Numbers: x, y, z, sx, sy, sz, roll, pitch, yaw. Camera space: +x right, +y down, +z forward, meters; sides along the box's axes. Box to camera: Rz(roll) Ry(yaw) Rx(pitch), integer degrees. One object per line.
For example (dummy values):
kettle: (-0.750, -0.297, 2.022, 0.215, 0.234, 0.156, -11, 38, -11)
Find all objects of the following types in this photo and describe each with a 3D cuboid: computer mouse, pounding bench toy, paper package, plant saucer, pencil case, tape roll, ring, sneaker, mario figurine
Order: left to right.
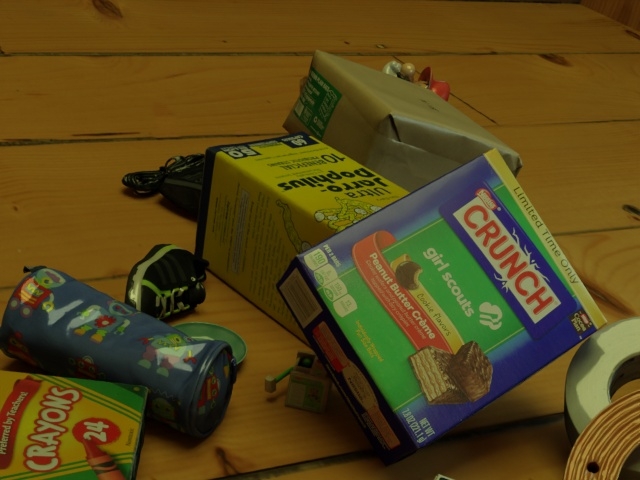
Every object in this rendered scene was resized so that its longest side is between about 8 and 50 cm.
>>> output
pencil case: (-0.246, 0.133, 1.380, 0.306, 0.119, 0.133, 20, 40, 19)
sneaker: (-0.210, 0.065, 1.574, 0.097, 0.084, 0.235, 12, 26, 3)
plant saucer: (-0.158, 0.148, 1.494, 0.119, 0.021, 0.119, 8, 27, -4)
computer mouse: (-0.187, -0.081, 1.910, 0.272, 0.072, 0.188, 15, 25, 39)
pounding bench toy: (-0.026, 0.176, 1.445, 0.083, 0.052, 0.065, 11, 26, 5)
mario figurine: (0.117, -0.327, 2.380, 0.320, 0.170, 0.198, -3, 62, -7)
paper package: (0.138, -0.181, 2.017, 0.309, 0.168, 0.325, 15, 20, -33)
tape roll: (0.413, 0.204, 1.392, 0.219, 0.072, 0.219, -6, 55, 9)
ring: (0.434, 0.305, 1.235, 0.336, 0.032, 0.337, -1, 50, 1)

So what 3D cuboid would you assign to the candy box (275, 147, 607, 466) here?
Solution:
candy box: (0.151, 0.078, 1.383, 0.317, 0.122, 0.268, -28, 81, -26)

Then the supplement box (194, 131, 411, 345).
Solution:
supplement box: (0.000, 0.000, 1.652, 0.194, 0.195, 0.356, -14, 35, -40)

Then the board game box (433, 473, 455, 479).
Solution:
board game box: (0.151, 0.365, 1.085, 0.193, 0.053, 0.305, 17, 33, 18)

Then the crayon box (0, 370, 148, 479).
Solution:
crayon box: (-0.355, 0.225, 1.202, 0.318, 0.081, 0.202, 6, 26, -5)
